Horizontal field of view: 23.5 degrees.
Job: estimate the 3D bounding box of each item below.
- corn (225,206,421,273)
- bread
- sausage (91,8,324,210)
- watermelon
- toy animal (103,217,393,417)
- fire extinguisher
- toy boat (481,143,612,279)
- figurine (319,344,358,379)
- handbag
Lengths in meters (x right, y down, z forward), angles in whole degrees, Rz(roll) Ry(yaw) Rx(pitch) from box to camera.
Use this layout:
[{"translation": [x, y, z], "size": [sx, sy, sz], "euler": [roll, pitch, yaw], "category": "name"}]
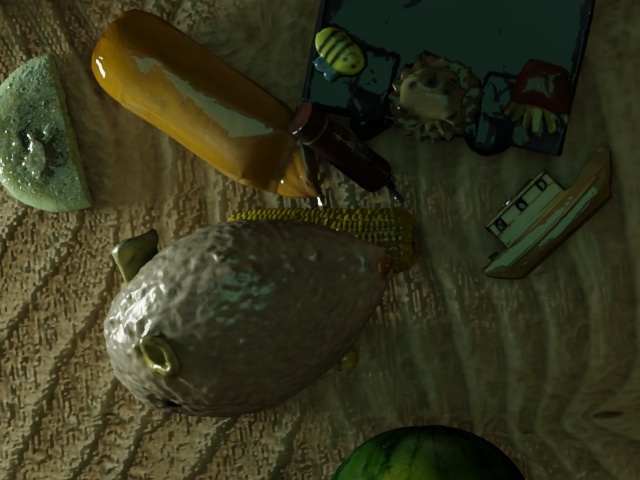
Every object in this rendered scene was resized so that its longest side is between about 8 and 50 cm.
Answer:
[{"translation": [0.000, 0.000, 1.753], "size": [0.231, 0.080, 0.080], "euler": [1, 88, 10], "category": "corn"}, {"translation": [-0.350, -0.119, 1.839], "size": [0.112, 0.036, 0.193], "euler": [-15, 85, 9], "category": "bread"}, {"translation": [-0.115, -0.143, 1.768], "size": [0.328, 0.112, 0.112], "euler": [35, 93, 8], "category": "sausage"}, {"translation": [0.116, 0.318, 1.643], "size": [0.242, 0.242, 0.242], "euler": [0, 87, 9], "category": "watermelon"}, {"translation": [-0.089, 0.082, 1.662], "size": [0.358, 0.226, 0.188], "euler": [-29, 51, 19], "category": "toy animal"}, {"translation": [0.032, -0.097, 1.738], "size": [0.158, 0.064, 0.043], "euler": [36, 107, -30], "category": "fire extinguisher"}, {"translation": [0.253, -0.033, 1.727], "size": [0.200, 0.057, 0.077], "euler": [-43, 76, 5], "category": "toy boat"}, {"translation": [0.019, 0.118, 1.766], "size": [0.050, 0.047, 0.083], "euler": [0, 92, -1], "category": "figurine"}, {"translation": [0.152, -0.260, 1.724], "size": [0.303, 0.122, 0.329], "euler": [12, 91, 9], "category": "handbag"}]
